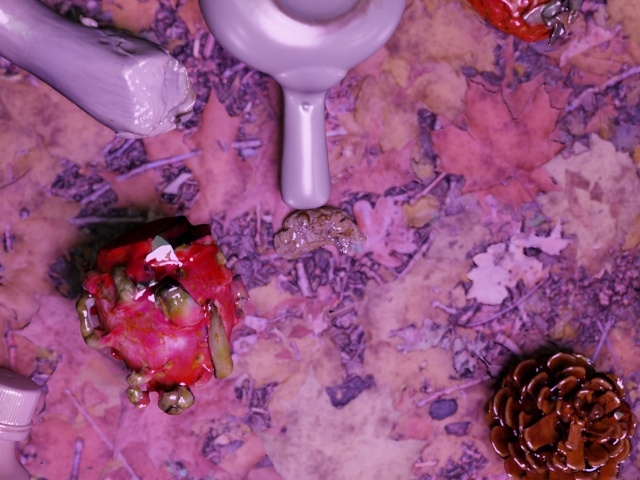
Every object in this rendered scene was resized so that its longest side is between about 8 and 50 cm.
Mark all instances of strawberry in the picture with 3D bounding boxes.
[{"bbox_3d":[0.180,-0.302,1.003,0.106,0.236,0.175,-20,145,10],"label":"strawberry"}]

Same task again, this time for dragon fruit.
[{"bbox_3d":[-0.147,0.073,0.955,0.160,0.166,0.172,-23,103,-5],"label":"dragon fruit"}]

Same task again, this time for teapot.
[{"bbox_3d":[-0.033,-0.202,0.955,0.220,0.149,0.318,19,93,-18],"label":"teapot"}]

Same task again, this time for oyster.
[{"bbox_3d":[0.000,0.000,1.043,0.083,0.038,0.081,-46,106,-5],"label":"oyster"}]

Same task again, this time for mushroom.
[{"bbox_3d":[-0.248,-0.184,0.940,0.278,0.096,0.099,29,89,-10],"label":"mushroom"}]

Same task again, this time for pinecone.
[{"bbox_3d":[0.263,0.196,1.064,0.173,0.173,0.174,-2,97,-12],"label":"pinecone"}]

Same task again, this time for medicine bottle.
[{"bbox_3d":[-0.347,0.250,0.961,0.114,0.114,0.252,20,92,-14],"label":"medicine bottle"}]
